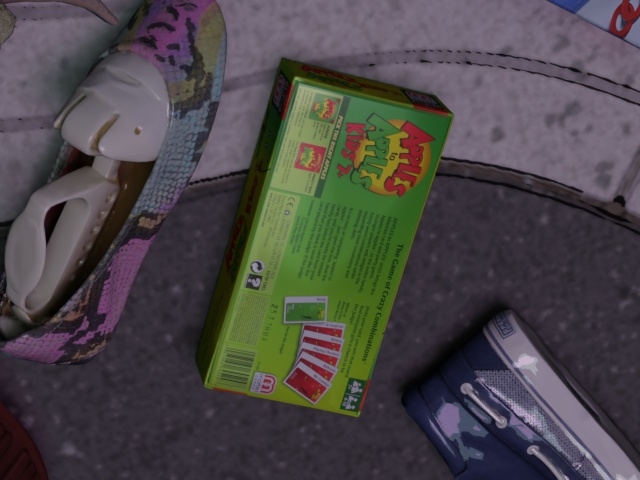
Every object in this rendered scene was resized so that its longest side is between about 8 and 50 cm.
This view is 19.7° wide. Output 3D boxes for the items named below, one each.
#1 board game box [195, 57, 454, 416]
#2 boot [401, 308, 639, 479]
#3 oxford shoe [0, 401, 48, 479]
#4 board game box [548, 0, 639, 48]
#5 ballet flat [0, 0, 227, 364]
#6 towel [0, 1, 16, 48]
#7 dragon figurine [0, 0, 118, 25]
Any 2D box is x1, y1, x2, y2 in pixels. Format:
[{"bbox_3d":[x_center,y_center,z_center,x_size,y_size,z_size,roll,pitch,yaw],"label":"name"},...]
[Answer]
[{"bbox_3d":[0.000,0.000,1.016,0.092,0.043,0.181,12,106,-16],"label":"board game box"},{"bbox_3d":[0.134,0.132,1.085,0.086,0.069,0.190,-38,104,11],"label":"boot"},{"bbox_3d":[-0.239,0.122,0.991,0.130,0.123,0.348,5,123,27],"label":"oxford shoe"},{"bbox_3d":[0.130,-0.283,0.920,0.302,0.086,0.308,23,103,-19],"label":"board game box"},{"bbox_3d":[-0.116,-0.030,0.957,0.079,0.077,0.221,-1,120,-57],"label":"ballet flat"},{"bbox_3d":[-0.217,-0.086,0.829,0.148,0.027,0.110,-45,117,-15],"label":"towel"},{"bbox_3d":[-0.256,-0.089,0.907,0.289,0.144,0.085,-29,112,-22],"label":"dragon figurine"}]
